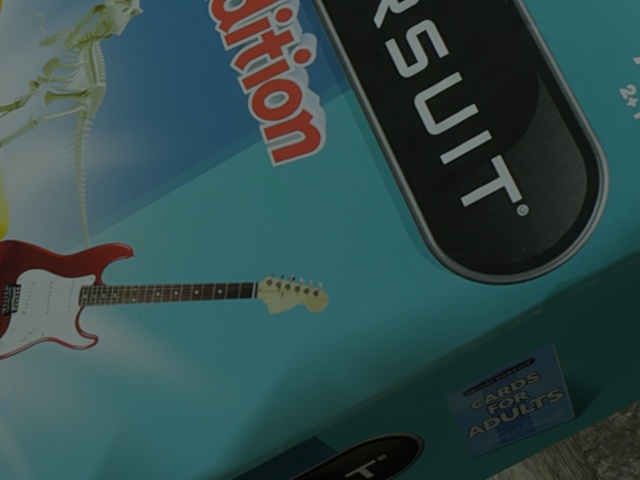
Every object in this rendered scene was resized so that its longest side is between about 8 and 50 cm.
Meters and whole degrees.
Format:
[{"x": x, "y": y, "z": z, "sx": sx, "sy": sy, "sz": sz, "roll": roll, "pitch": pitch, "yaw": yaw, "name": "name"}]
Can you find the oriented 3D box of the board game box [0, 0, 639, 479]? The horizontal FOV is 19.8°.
[{"x": -0.077, "y": -0.020, "z": 0.493, "sx": 0.079, "sy": 0.336, "sz": 0.254, "roll": 44, "pitch": 19, "yaw": -58, "name": "board game box"}]
